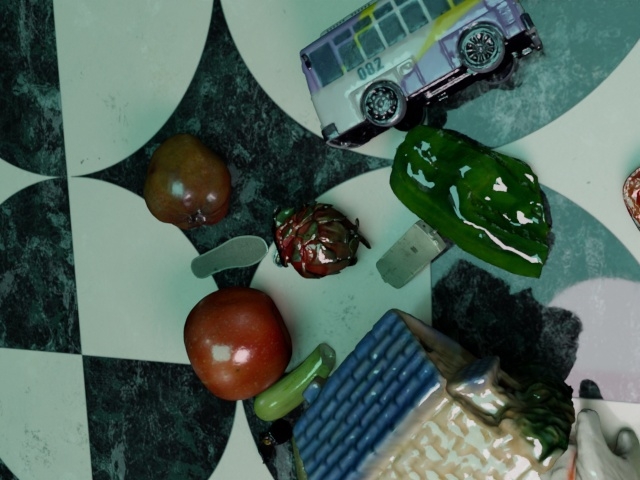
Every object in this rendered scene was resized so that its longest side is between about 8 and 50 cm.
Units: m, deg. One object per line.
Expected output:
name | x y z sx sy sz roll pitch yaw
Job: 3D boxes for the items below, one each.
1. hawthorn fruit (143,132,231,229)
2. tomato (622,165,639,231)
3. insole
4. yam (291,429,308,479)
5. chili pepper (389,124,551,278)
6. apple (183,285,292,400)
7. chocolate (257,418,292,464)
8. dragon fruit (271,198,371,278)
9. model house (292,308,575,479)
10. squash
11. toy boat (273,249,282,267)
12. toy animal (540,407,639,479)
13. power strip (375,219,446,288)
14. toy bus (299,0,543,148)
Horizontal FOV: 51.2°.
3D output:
hawthorn fruit | -0.317 -0.151 1.579 0.208 0.208 0.248 -31 60 23
tomato | 0.660 -0.081 1.227 0.174 0.082 0.166 -32 80 27
insole | -0.230 0.040 1.656 0.232 0.003 0.080 -18 89 24
yam | -0.030 0.525 1.601 0.070 0.070 0.146 -7 95 23
chili pepper | 0.305 -0.085 1.330 0.385 0.167 0.213 35 110 14
apple | -0.184 0.237 1.528 0.217 0.260 0.260 -25 86 0
chocolate | -0.123 0.486 1.621 0.147 0.070 0.072 -50 32 41
dragon fruit | -0.008 -0.001 1.472 0.189 0.182 0.182 19 104 38
model house | 0.205 0.310 1.269 0.400 0.445 0.395 38 110 15
squash | -0.063 0.345 1.584 0.250 0.083 0.083 -43 80 19
toy boat | -0.091 0.024 1.579 0.038 0.038 0.083 22 105 19
toy animal | 0.578 0.519 1.308 0.308 0.266 0.188 26 130 -26
power strip | 0.190 0.029 1.410 0.080 0.029 0.227 48 143 7
toy bus | 0.181 -0.372 1.321 0.440 0.209 0.249 -27 84 23
